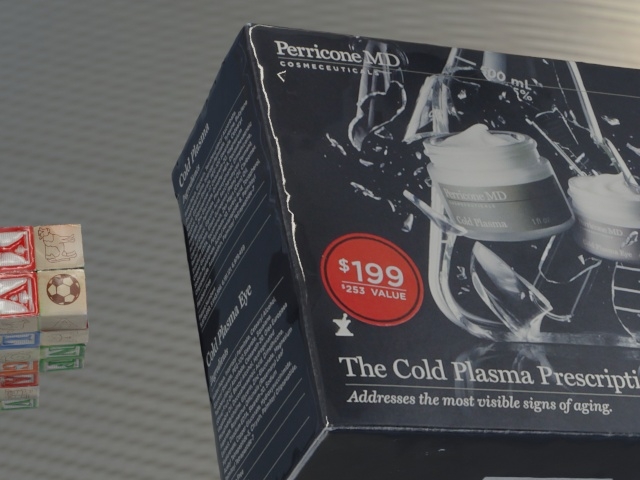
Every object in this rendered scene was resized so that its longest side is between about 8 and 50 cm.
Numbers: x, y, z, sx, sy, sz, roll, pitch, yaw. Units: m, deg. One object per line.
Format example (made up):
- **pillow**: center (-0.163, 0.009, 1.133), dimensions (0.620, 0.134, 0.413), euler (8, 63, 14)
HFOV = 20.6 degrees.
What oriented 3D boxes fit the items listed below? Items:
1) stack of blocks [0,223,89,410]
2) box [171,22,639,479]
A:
- **stack of blocks**: center (-0.312, 0.083, 1.675), dimensions (0.171, 0.297, 0.087), euler (-3, 69, -11)
- **box**: center (0.099, 0.039, 1.203), dimensions (0.343, 0.179, 0.313), euler (4, 53, -23)
